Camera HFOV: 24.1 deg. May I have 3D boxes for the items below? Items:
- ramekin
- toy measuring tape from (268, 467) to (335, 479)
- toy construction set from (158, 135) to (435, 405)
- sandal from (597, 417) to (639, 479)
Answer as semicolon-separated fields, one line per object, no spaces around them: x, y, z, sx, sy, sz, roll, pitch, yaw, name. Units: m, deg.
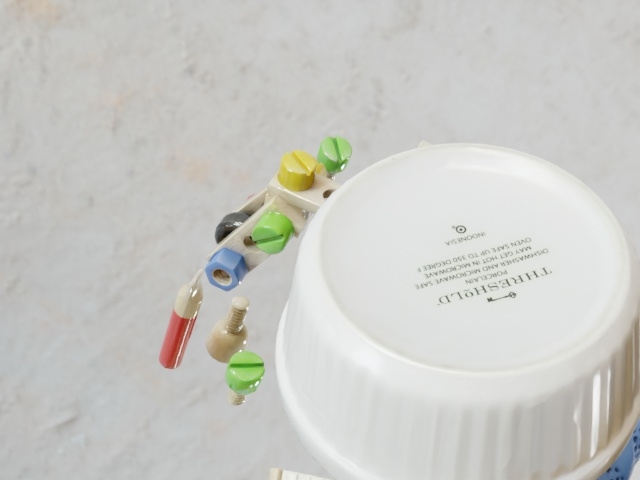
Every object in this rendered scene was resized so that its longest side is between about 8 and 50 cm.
0.100;0.048;1.044;0.273;0.273;0.127;-18;139;-15;ramekin
0.104;0.323;1.815;0.330;0.121;0.121;7;128;13;toy measuring tape
0.000;0.000;1.408;0.309;0.257;0.237;-29;156;-33;toy construction set
0.186;0.255;1.196;0.317;0.138;0.126;-48;152;-18;sandal
